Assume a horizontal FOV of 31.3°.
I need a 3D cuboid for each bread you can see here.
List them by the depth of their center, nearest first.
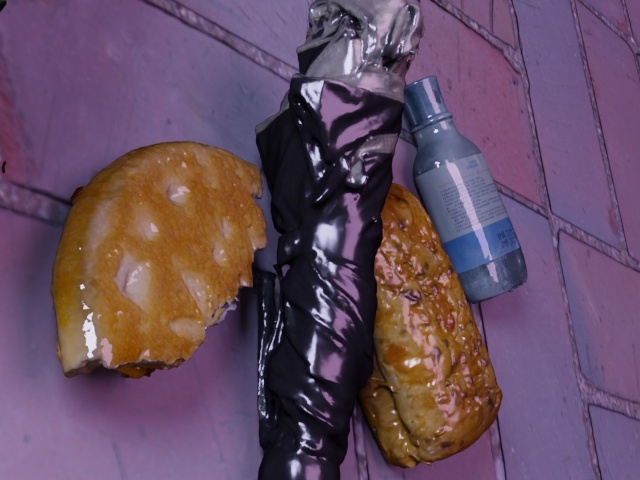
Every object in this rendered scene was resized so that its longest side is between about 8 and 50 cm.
[{"bbox_3d":[0.064,0.062,0.878,0.114,0.083,0.211,-24,90,-51],"label":"bread"}]

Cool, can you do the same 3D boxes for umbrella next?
[{"bbox_3d":[-0.002,-0.002,0.772,0.106,0.113,0.358,11,76,-7],"label":"umbrella"}]

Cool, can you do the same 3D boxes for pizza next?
[{"bbox_3d":[-0.101,0.007,0.696,0.127,0.058,0.246,47,34,-23],"label":"pizza"}]

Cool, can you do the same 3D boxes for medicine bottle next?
[{"bbox_3d":[0.126,-0.048,1.048,0.090,0.053,0.209,-19,86,-55],"label":"medicine bottle"}]

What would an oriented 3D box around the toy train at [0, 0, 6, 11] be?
[{"bbox_3d":[-0.198,-0.167,0.553,0.138,0.178,0.330,32,50,-18],"label":"toy train"}]
